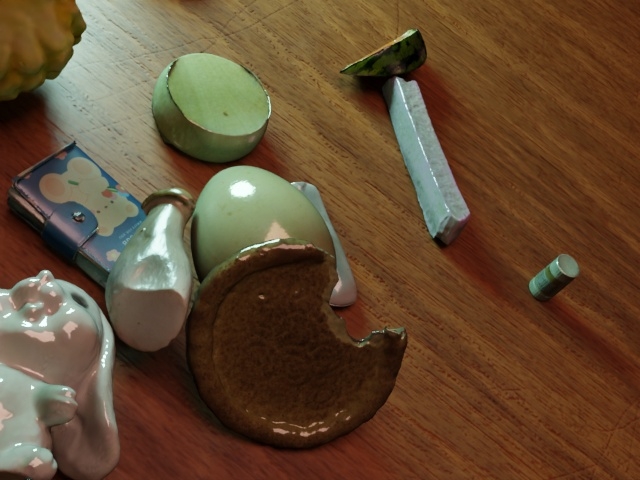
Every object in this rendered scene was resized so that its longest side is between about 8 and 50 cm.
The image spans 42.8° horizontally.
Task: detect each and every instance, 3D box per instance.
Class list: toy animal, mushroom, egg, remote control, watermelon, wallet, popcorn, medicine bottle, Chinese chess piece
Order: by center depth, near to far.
[{"bbox_3d":[-0.325,0.173,0.888,0.249,0.174,0.289,34,48,16],"label":"toy animal"},{"bbox_3d":[-0.209,0.033,1.040,0.225,0.116,0.093,-93,159,-48],"label":"mushroom"},{"bbox_3d":[-0.313,-0.032,1.114,0.202,0.059,0.141,41,45,1],"label":"wallet"},{"bbox_3d":[-0.082,0.010,1.115,0.189,0.188,0.253,-12,59,-33],"label":"egg"},{"bbox_3d":[-0.494,-0.369,1.137,0.349,0.349,0.382,-7,21,-30],"label":"popcorn"},{"bbox_3d":[0.000,0.000,1.261,0.073,0.044,0.229,-5,59,-27],"label":"remote control"},{"bbox_3d":[-0.175,-0.212,1.310,0.188,0.083,0.188,16,49,-20],"label":"Chinese chess piece"},{"bbox_3d":[0.396,0.064,1.385,0.047,0.083,0.047,13,52,-18],"label":"medicine bottle"},{"bbox_3d":[0.133,-0.354,1.565,0.245,0.119,0.063,-43,123,-47],"label":"watermelon"}]

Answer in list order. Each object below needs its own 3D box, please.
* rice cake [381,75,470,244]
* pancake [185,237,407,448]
[{"bbox_3d":[0.184,-0.152,1.454,0.056,0.072,0.365,1,54,-23],"label":"rice cake"},{"bbox_3d":[-0.025,0.134,1.027,0.286,0.288,0.033,-4,17,-12],"label":"pancake"}]
